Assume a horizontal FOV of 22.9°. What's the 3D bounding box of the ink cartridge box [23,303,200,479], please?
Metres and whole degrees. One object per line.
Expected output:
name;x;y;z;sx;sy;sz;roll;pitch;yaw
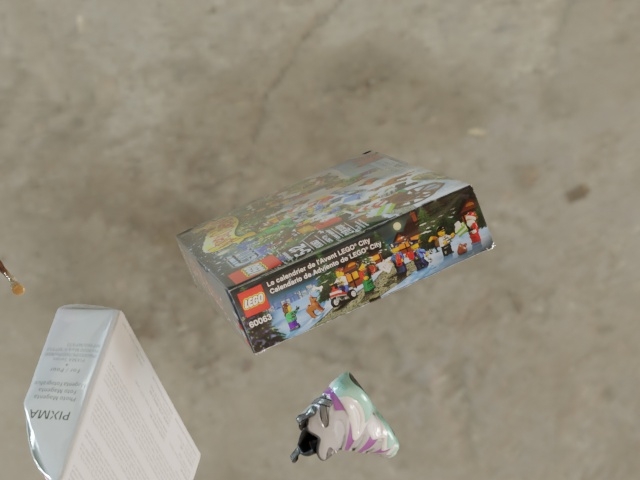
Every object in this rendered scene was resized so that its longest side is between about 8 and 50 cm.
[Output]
ink cartridge box;-0.161;0.191;1.110;0.066;0.232;0.189;2;140;21

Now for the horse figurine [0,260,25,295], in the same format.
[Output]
horse figurine;-0.426;-0.008;1.650;0.066;0.263;0.174;-55;47;8

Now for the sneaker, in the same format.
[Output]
sneaker;0.011;0.135;1.091;0.069;0.098;0.038;-36;46;-2

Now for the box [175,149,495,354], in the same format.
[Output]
box;0.000;0.000;1.033;0.159;0.233;0.044;-23;103;-9
